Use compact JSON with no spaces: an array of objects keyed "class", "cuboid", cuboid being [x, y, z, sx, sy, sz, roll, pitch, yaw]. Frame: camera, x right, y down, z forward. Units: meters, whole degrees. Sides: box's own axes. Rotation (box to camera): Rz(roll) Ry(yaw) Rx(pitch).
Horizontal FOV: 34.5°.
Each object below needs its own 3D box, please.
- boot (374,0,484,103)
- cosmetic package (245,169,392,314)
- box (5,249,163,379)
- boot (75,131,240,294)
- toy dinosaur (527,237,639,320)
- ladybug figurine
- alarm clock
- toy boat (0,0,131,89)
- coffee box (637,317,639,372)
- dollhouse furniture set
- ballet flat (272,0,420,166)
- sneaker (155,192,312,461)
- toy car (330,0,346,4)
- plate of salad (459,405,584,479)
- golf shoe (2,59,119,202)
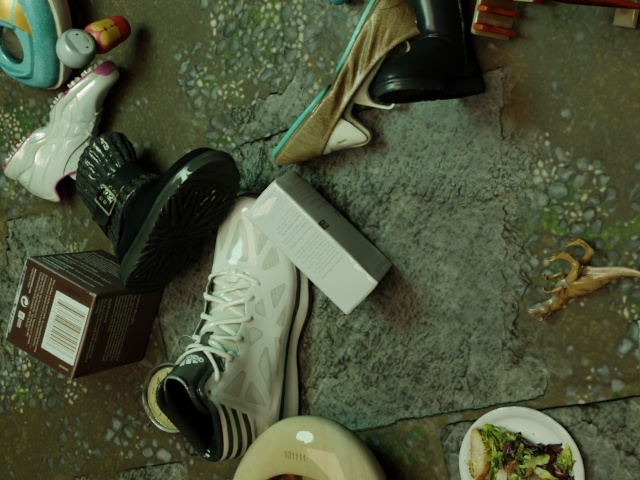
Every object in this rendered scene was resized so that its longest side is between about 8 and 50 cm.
[{"class":"boot","cuboid":[0.148,-0.311,1.516,0.094,0.246,0.207,-10,92,41]},{"class":"cosmetic package","cuboid":[0.000,0.000,1.658,0.231,0.117,0.085,42,111,2]},{"class":"box","cuboid":[-0.423,0.128,1.862,0.167,0.203,0.169,24,104,24]},{"class":"boot","cuboid":[-0.294,-0.102,1.767,0.348,0.131,0.260,-47,57,33]},{"class":"toy dinosaur","cuboid":[0.398,0.053,1.523,0.211,0.064,0.112,-25,100,36]},{"class":"ladybug figurine","cuboid":[0.000,0.498,1.691,0.305,0.162,0.450,5,97,24]},{"class":"alarm clock","cuboid":[-0.251,0.262,1.862,0.129,0.064,0.192,17,104,26]},{"class":"toy boat","cuboid":[-0.497,-0.381,1.850,0.318,0.148,0.268,17,129,31]},{"class":"coffee box","cuboid":[0.478,0.196,1.455,0.040,0.113,0.184,-2,91,24]},{"class":"dollhouse furniture set","cuboid":[0.326,-0.339,1.431,0.259,0.261,0.135,28,112,58]},{"class":"ballet flat","cuboid":[0.056,-0.233,1.656,0.124,0.116,0.342,35,105,1]},{"class":"sneaker","cuboid":[-0.143,0.147,1.689,0.169,0.257,0.448,0,93,27]},{"class":"toy car","cuboid":[0.032,-0.501,1.561,0.219,0.238,0.210,-31,80,26]},{"class":"plate of salad","cuboid":[0.305,0.357,1.591,0.199,0.048,0.200,2,94,27]},{"class":"golf shoe","cuboid":[-0.455,-0.200,1.924,0.140,0.115,0.306,42,110,-7]}]
